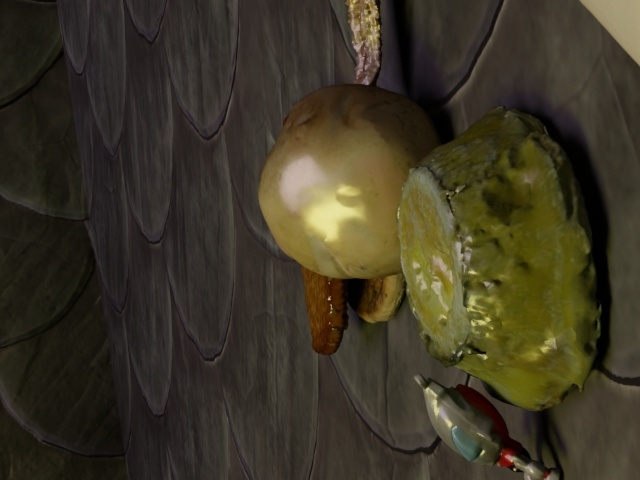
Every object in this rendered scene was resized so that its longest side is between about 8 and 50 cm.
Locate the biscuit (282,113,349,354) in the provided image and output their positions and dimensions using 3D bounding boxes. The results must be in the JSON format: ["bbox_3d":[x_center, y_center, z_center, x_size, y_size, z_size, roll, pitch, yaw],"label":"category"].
[{"bbox_3d":[0.001,-0.008,1.208,0.126,0.025,0.206,161,101,-79],"label":"biscuit"}]

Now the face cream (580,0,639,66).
[{"bbox_3d":[0.125,-0.224,0.700,0.348,0.081,0.173,-117,36,-49],"label":"face cream"}]

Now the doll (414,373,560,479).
[{"bbox_3d":[0.096,0.118,0.908,0.039,0.114,0.057,-46,19,22],"label":"doll"}]

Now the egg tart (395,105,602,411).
[{"bbox_3d":[0.098,0.014,0.895,0.197,0.078,0.197,173,90,-76],"label":"egg tart"}]

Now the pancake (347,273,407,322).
[{"bbox_3d":[0.034,-0.009,1.178,0.158,0.028,0.158,172,90,-76],"label":"pancake"}]

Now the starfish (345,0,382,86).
[{"bbox_3d":[0.026,-0.256,1.082,0.231,0.048,0.295,-127,35,-59],"label":"starfish"}]

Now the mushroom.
[{"bbox_3d":[0.023,-0.041,1.048,0.148,0.112,0.148,13,117,27],"label":"mushroom"}]
